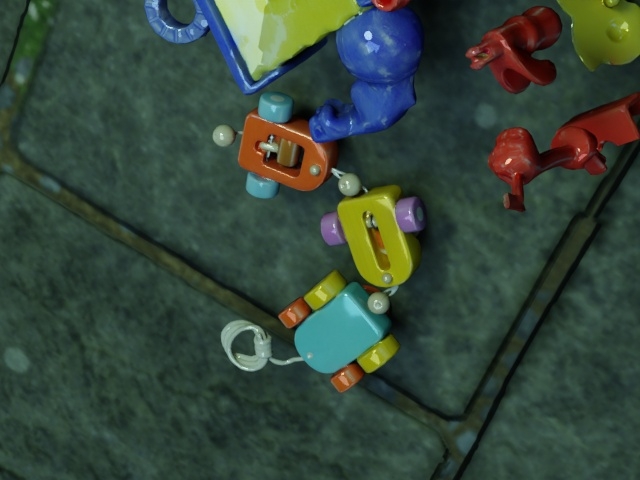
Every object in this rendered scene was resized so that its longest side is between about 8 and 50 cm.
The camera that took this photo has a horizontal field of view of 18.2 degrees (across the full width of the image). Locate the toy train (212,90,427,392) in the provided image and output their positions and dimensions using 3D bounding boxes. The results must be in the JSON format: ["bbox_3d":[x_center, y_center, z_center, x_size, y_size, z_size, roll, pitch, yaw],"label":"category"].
[{"bbox_3d":[0.000,0.000,1.101,0.125,0.046,0.166,17,119,19],"label":"toy train"}]

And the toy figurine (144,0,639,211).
[{"bbox_3d":[-0.028,-0.159,0.947,0.217,0.191,0.363,-21,105,38],"label":"toy figurine"}]
